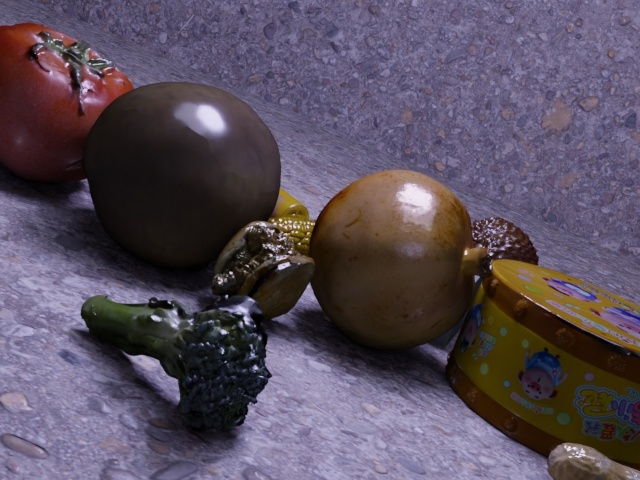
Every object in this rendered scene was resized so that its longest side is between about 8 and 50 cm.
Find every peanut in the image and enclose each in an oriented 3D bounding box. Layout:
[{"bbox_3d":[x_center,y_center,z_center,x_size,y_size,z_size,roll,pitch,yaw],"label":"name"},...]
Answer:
[{"bbox_3d":[0.412,0.347,1.467,0.174,0.080,0.080,22,14,2],"label":"peanut"}]

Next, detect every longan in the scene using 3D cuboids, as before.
[{"bbox_3d":[-0.233,-0.108,1.746,0.360,0.361,0.361,21,14,-5],"label":"longan"}]

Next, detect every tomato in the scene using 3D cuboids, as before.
[{"bbox_3d":[-0.507,-0.239,1.885,0.341,0.273,0.341,29,18,-10],"label":"tomato"}]

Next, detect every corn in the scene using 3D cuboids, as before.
[{"bbox_3d":[0.001,0.005,2.085,0.312,0.102,0.102,4,23,-40],"label":"corn"}]

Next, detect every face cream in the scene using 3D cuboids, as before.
[{"bbox_3d":[-0.127,-0.099,2.302,0.078,0.078,0.273,10,18,-38],"label":"face cream"}]

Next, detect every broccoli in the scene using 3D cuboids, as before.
[{"bbox_3d":[-0.197,0.130,1.285,0.304,0.165,0.145,17,40,39],"label":"broccoli"}]

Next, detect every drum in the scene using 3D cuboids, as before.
[{"bbox_3d":[0.437,0.210,1.739,0.431,0.214,0.431,20,14,-5],"label":"drum"}]

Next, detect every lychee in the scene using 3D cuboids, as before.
[{"bbox_3d":[0.405,0.050,2.316,0.238,0.200,0.200,25,8,-45],"label":"lychee"}]

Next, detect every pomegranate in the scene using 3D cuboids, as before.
[{"bbox_3d":[0.136,0.033,1.722,0.319,0.319,0.319,21,14,-5],"label":"pomegranate"}]

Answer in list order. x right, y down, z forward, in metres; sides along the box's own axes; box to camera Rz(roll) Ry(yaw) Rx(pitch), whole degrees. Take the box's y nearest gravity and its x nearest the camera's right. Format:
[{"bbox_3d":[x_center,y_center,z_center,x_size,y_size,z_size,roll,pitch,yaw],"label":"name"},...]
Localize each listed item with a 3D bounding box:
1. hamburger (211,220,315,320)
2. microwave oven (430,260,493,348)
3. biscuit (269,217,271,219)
[{"bbox_3d":[-0.107,0.051,1.633,0.131,0.159,0.185,45,32,23],"label":"hamburger"},{"bbox_3d":[0.234,0.096,1.963,0.122,0.162,0.208,25,19,14],"label":"microwave oven"},{"bbox_3d":[-0.150,-0.041,2.145,0.162,0.035,0.250,24,14,-12],"label":"biscuit"}]
